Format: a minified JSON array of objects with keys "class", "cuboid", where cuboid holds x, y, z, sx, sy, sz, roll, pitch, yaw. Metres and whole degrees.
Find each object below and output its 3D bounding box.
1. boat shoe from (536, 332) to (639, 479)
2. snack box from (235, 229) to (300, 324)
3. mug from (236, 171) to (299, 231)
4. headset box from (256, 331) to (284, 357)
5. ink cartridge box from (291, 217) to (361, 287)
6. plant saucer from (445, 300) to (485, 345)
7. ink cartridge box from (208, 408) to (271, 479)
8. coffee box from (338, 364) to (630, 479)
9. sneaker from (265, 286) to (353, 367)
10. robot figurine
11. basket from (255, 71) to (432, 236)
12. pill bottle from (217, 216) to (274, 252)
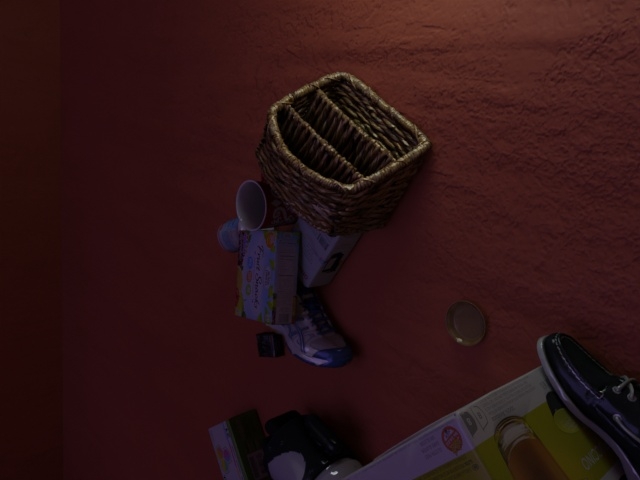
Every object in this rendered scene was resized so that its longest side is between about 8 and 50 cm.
[{"class":"boat shoe","cuboid":[0.435,0.245,0.778,0.303,0.114,0.091,52,131,15]},{"class":"snack box","cuboid":[-0.125,0.080,1.274,0.174,0.070,0.207,3,91,54]},{"class":"mug","cuboid":[-0.083,-0.094,1.248,0.113,0.169,0.150,56,130,27]},{"class":"headset box","cuboid":[-0.130,0.273,1.448,0.083,0.032,0.062,-10,88,49]},{"class":"ink cartridge box","cuboid":[0.000,0.000,1.240,0.127,0.072,0.175,54,131,30]},{"class":"plant saucer","cuboid":[0.268,0.150,1.010,0.083,0.015,0.084,7,100,47]},{"class":"ink cartridge box","cuboid":[-0.255,0.616,1.581,0.255,0.097,0.189,-38,68,43]},{"class":"coffee box","cuboid":[0.265,0.422,0.810,0.338,0.337,0.335,-48,61,38]},{"class":"sneaker","cuboid":[-0.036,0.180,1.276,0.296,0.111,0.131,29,115,41]},{"class":"robot figurine","cuboid":[-0.021,0.513,1.253,0.278,0.173,0.209,35,161,40]},{"class":"basket","cuboid":[0.021,-0.183,1.091,0.299,0.213,0.223,51,129,30]},{"class":"pill bottle","cuboid":[-0.194,-0.023,1.439,0.160,0.087,0.087,-17,83,47]}]
